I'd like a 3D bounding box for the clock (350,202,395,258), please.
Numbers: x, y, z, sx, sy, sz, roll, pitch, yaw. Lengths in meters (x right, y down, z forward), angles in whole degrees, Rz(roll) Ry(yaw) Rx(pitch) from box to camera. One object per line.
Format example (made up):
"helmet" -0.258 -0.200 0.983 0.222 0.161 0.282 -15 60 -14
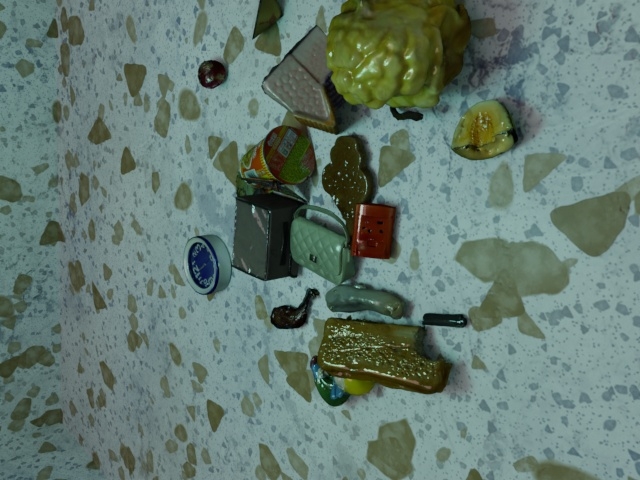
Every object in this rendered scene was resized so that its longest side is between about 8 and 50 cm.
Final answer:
"clock" 0.146 -0.026 1.589 0.113 0.061 0.155 6 103 5

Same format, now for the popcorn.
"popcorn" 0.178 -0.435 1.361 0.349 0.349 0.382 44 164 31

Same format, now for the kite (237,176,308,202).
"kite" -0.140 -0.158 1.777 0.183 0.241 0.014 166 121 -73

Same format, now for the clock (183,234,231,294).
"clock" -0.442 0.093 2.221 0.230 0.083 0.231 13 109 43

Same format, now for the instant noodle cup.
"instant noodle cup" -0.151 -0.246 1.811 0.212 0.193 0.193 -12 89 54

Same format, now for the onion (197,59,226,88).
"onion" -0.388 -0.592 2.036 0.107 0.097 0.107 -6 74 22

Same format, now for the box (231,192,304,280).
"box" -0.175 -0.014 1.859 0.188 0.153 0.253 20 109 41

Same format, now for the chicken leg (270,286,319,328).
"chicken leg" -0.086 0.240 1.914 0.253 0.051 0.106 -35 68 40

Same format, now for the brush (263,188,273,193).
"brush" -0.163 -0.127 1.947 0.090 0.017 0.315 -31 75 41

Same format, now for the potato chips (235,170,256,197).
"potato chips" -0.260 -0.153 2.001 0.202 0.029 0.220 40 128 51

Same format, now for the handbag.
"handbag" 0.000 0.000 1.725 0.256 0.079 0.220 25 131 41

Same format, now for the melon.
"melon" 0.393 -0.259 1.330 0.160 0.079 0.128 -14 68 46

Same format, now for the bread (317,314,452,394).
"bread" 0.177 0.309 1.582 0.380 0.109 0.186 4 64 31

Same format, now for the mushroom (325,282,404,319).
"mushroom" 0.123 0.178 1.659 0.277 0.099 0.096 0 116 42

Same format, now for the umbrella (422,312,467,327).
"umbrella" 0.326 0.209 1.506 0.133 0.031 0.036 -3 97 44

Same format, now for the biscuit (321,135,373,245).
"biscuit" 0.086 -0.145 1.671 0.183 0.047 0.320 -18 85 49

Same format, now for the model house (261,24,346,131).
"model house" 0.001 -0.430 1.623 0.237 0.202 0.237 44 91 3

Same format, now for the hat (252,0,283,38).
"hat" -0.158 -0.721 1.794 0.193 0.082 0.193 -169 90 -78

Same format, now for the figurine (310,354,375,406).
"figurine" 0.073 0.397 1.741 0.234 0.127 0.185 -52 54 49
